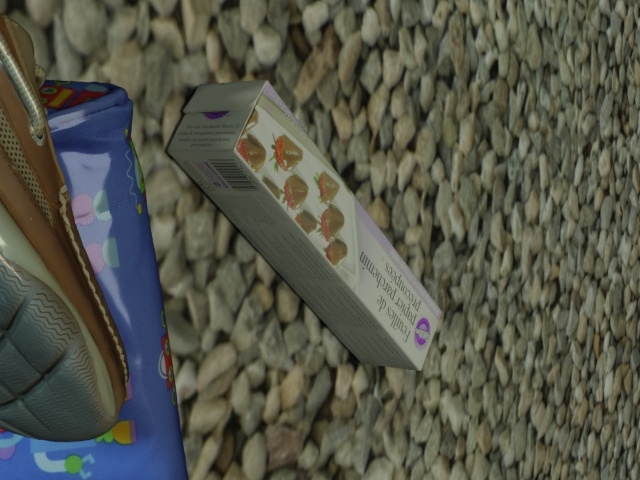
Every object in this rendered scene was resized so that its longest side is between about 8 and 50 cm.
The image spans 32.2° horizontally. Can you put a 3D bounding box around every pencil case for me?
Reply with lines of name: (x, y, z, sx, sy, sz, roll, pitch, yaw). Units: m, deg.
pencil case: (-0.148, 0.066, 0.610, 0.119, 0.133, 0.306, -121, -155, -74)

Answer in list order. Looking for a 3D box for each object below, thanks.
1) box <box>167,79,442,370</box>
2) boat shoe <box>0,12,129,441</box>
box: (0.000, 0.000, 0.865, 0.324, 0.067, 0.063, 49, 54, -45)
boat shoe: (-0.155, -0.047, 0.450, 0.116, 0.123, 0.324, -63, 142, -42)
